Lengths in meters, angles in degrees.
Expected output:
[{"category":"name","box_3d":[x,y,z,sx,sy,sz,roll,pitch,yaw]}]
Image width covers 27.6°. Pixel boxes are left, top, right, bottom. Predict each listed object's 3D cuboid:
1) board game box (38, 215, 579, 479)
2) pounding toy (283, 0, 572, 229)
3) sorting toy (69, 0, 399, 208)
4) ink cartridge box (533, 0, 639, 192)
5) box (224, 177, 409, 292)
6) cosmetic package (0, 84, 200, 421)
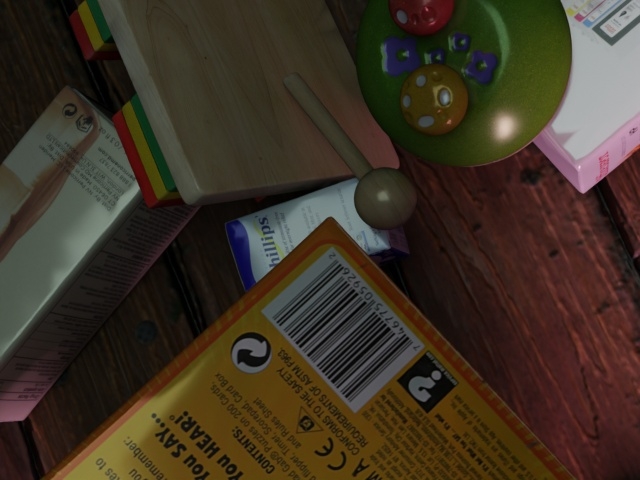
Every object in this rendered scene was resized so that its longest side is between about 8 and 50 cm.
[{"category":"board game box","box_3d":[-0.022,0.261,0.974,0.356,0.356,0.356,-42,86,-14]},{"category":"pounding toy","box_3d":[0.075,-0.131,1.028,0.237,0.110,0.183,-39,78,24]},{"category":"sorting toy","box_3d":[-0.086,-0.147,1.167,0.089,0.255,0.257,-35,74,40]},{"category":"ink cartridge box","box_3d":[0.259,-0.182,1.122,0.233,0.171,0.168,-40,78,6]},{"category":"box","box_3d":[0.000,0.000,1.181,0.137,0.126,0.072,-18,83,10]},{"category":"cosmetic package","box_3d":[-0.260,0.018,1.221,0.129,0.153,0.296,40,92,14]}]
